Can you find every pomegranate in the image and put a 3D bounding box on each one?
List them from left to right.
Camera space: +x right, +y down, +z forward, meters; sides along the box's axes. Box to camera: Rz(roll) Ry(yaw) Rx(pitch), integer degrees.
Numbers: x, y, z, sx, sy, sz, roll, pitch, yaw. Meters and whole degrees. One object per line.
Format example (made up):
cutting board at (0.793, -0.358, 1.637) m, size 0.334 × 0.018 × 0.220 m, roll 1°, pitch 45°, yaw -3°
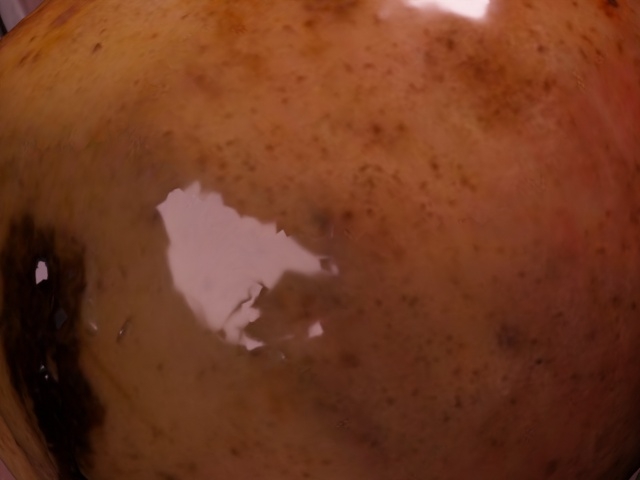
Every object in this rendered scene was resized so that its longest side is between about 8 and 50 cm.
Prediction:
pomegranate at (0.000, 0.000, 0.720) m, size 0.322 × 0.322 × 0.322 m, roll 3°, pitch 94°, yaw 38°

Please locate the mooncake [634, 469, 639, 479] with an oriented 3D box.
mooncake at (0.273, 0.146, 0.591) m, size 0.351 × 0.187 × 0.351 m, roll 1°, pitch 92°, yaw 40°
